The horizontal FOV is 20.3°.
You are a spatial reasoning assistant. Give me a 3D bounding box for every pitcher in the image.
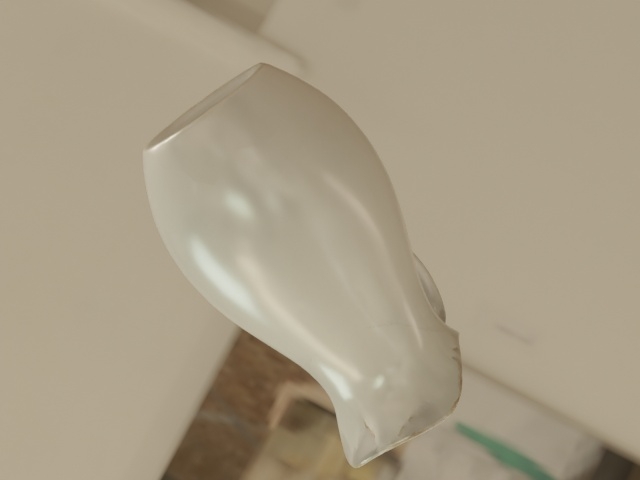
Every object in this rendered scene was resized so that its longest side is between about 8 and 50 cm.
[{"bbox_3d":[0.000,0.000,1.012,0.207,0.125,0.178,54,-160,-11],"label":"pitcher"}]
